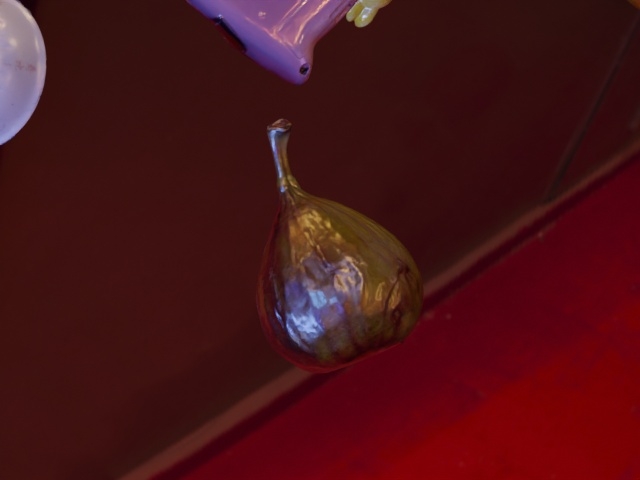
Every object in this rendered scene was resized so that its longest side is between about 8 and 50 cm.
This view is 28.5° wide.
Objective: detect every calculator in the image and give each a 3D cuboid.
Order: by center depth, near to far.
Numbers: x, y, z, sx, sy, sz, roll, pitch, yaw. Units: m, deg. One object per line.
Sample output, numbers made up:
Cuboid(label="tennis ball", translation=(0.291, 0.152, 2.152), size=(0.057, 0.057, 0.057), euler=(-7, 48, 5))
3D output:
Cuboid(label="calculator", translation=(-0.063, -0.293, 1.122), size=(0.294, 0.194, 0.043), euler=(46, -10, -20))

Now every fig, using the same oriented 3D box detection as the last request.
Cuboid(label="fig", translation=(0.000, 0.000, 1.582), size=(0.217, 0.217, 0.321), euler=(-13, 81, -38))

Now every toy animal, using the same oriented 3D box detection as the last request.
Cuboid(label="toy animal", translation=(0.088, -0.386, 1.872), size=(0.083, 0.159, 0.070), euler=(43, 40, 5))

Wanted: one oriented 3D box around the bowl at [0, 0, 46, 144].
Cuboid(label="bowl", translation=(-0.414, -0.202, 1.439), size=(0.189, 0.189, 0.086), euler=(37, 10, 22))

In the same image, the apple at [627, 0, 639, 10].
Cuboid(label="apple", translation=(0.379, -0.318, 1.295), size=(0.196, 0.196, 0.196), euler=(14, 36, -10))
